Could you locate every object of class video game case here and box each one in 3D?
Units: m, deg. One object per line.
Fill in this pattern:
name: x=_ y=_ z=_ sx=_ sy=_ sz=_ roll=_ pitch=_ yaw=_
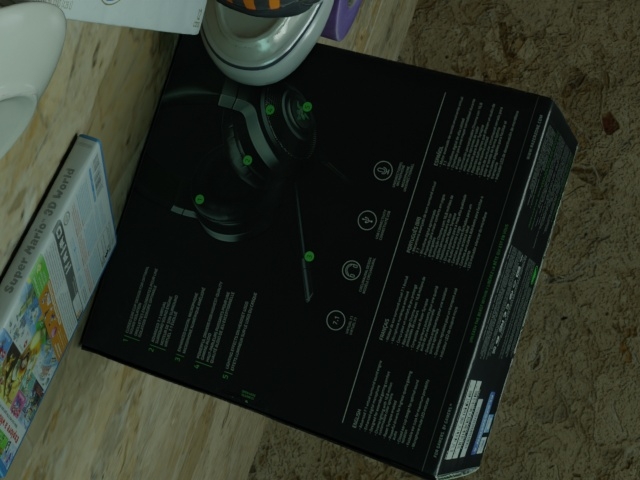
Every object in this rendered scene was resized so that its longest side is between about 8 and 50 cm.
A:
video game case: x=-0.157 y=0.038 z=0.638 sx=0.119 sy=0.015 sz=0.166 roll=100 pitch=9 yaw=-61

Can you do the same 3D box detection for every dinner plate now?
dinner plate: x=-0.129 y=-0.020 z=0.351 sx=0.141 sy=0.017 sz=0.141 roll=-41 pitch=-178 yaw=2

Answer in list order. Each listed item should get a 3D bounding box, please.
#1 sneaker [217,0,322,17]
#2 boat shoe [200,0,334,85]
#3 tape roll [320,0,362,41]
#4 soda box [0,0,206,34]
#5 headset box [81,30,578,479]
sneaker: x=-0.027 y=-0.270 z=0.522 sx=0.180 sy=0.124 sz=0.321 roll=-26 pitch=122 yaw=-77
boat shoe: x=-0.023 y=-0.234 z=0.712 sx=0.088 sy=0.096 sz=0.267 roll=42 pitch=65 yaw=-80
tape roll: x=0.006 y=-0.271 z=0.967 sx=0.189 sy=0.080 sz=0.189 roll=17 pitch=90 yaw=-85
soda box: x=-0.095 y=-0.126 z=0.442 sx=0.216 sy=0.069 sz=0.074 roll=-50 pitch=157 yaw=-79
headset box: x=0.000 y=0.000 z=0.783 sx=0.131 sy=0.283 sz=0.246 roll=23 pitch=84 yaw=-69
